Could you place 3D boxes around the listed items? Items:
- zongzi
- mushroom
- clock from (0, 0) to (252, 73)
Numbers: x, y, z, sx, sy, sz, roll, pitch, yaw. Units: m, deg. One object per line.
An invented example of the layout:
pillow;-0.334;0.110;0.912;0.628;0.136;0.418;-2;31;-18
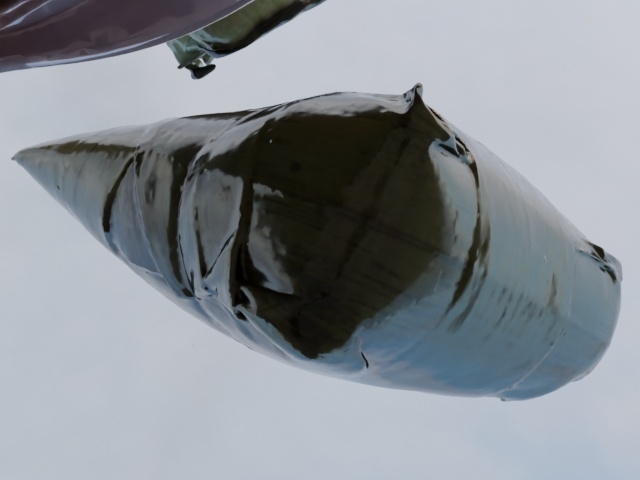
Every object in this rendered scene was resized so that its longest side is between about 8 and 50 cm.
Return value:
zongzi;0.000;0.000;0.514;0.273;0.300;0.145;22;-98;-47
mushroom;-0.093;-0.293;0.888;0.189;0.267;0.164;-29;-72;17
clock;-0.075;-0.225;0.304;0.376;0.368;0.251;-25;-94;9
